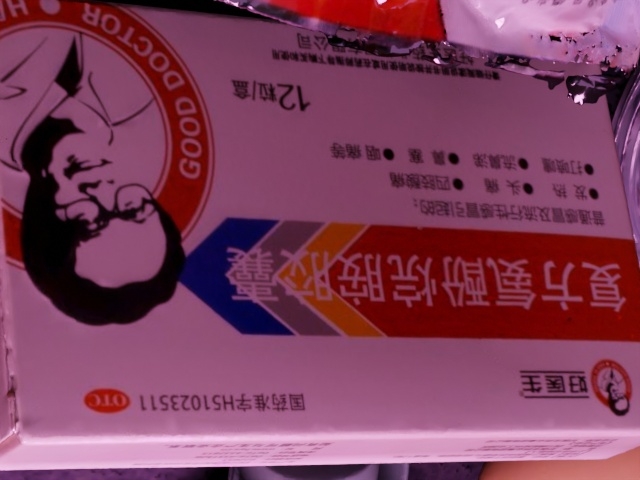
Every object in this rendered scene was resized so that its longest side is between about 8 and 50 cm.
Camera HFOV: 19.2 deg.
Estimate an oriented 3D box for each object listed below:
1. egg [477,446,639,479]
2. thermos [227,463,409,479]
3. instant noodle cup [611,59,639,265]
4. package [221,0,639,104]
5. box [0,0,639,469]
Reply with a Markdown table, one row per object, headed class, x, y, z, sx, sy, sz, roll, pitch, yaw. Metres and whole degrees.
| class | x | y | z | sx | sy | sz | roll | pitch | yaw |
| --- | --- | --- | --- | --- | --- | --- | --- | --- | --- |
| egg | 0.212 | 0.162 | 1.156 | 0.244 | 0.201 | 0.201 | 3 | 122 | -16 |
| thermos | -0.014 | 0.221 | 1.125 | 0.182 | 0.145 | 0.286 | -31 | 140 | -49 |
| instant noodle cup | 0.317 | -0.030 | 1.080 | 0.258 | 0.181 | 0.302 | -5 | 125 | -26 |
| package | 0.078 | -0.175 | 0.925 | 0.269 | 0.071 | 0.194 | 14 | 95 | -26 |
| box | 0.000 | 0.000 | 0.920 | 0.353 | 0.214 | 0.069 | 2 | 159 | -28 |
